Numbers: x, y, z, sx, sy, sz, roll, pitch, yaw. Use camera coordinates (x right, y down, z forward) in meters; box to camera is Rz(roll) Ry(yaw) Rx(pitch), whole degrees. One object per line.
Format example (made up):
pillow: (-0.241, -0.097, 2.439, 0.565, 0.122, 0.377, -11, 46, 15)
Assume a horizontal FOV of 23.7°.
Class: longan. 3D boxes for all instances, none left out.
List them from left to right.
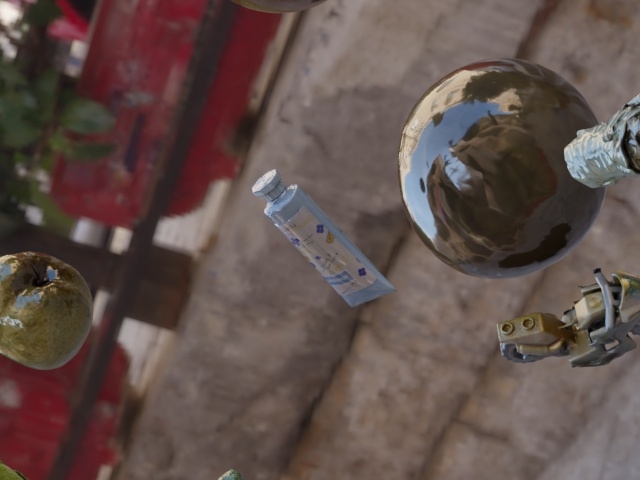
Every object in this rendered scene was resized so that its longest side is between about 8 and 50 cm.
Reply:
longan: (0.233, -0.093, 1.951, 0.297, 0.297, 0.297, -163, 90, -79)

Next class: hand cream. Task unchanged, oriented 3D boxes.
hand cream: (0.000, 0.000, 1.484, 0.065, 0.170, 0.043, -22, 31, 43)

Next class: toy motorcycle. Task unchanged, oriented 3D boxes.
toy motorcycle: (0.329, 0.096, 1.899, 0.130, 0.229, 0.094, 54, -154, -55)

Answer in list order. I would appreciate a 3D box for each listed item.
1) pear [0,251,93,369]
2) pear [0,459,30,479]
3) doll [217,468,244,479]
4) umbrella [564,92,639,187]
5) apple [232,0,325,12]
pear: (-0.397, 0.095, 2.125, 0.167, 0.167, 0.136, -90, 24, -56)
pear: (-0.389, 0.278, 1.590, 0.164, 0.238, 0.255, -47, 36, -16)
doll: (-0.119, 0.310, 1.580, 0.150, 0.115, 0.077, -59, -32, 2)
umbrella: (0.252, -0.080, 1.233, 0.143, 0.062, 0.067, 146, 132, -64)
apple: (-0.043, -0.323, 1.541, 0.174, 0.188, 0.188, 19, -92, -59)
